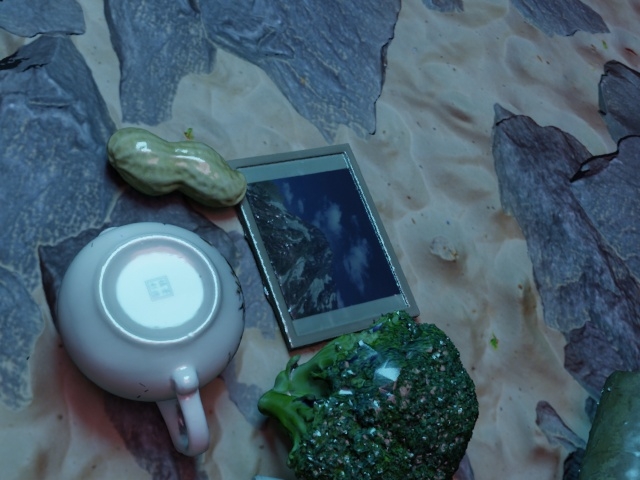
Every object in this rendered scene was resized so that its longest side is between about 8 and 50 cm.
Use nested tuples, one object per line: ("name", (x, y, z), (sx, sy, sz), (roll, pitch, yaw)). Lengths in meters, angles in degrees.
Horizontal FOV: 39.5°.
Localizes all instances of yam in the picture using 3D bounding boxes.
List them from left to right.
("yam", (0.418, 0.308, 1.154), (0.161, 0.161, 0.268), (31, 56, -6))

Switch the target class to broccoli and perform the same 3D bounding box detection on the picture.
("broccoli", (0.061, 0.205, 1.027), (0.294, 0.245, 0.265), (-5, 100, -49))

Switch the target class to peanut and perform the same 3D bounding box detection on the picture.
("peanut", (-0.185, -0.092, 1.149), (0.187, 0.082, 0.082), (13, 60, -18))

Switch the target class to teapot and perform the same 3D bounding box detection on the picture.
("teapot", (-0.189, 0.101, 1.015), (0.208, 0.166, 0.300), (-9, 76, -34))

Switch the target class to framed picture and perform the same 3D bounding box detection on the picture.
("framed picture", (0.000, 0.000, 1.213), (0.209, 0.019, 0.281), (-13, 70, -28))

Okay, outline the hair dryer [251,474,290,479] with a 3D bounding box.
("hair dryer", (-0.047, 0.341, 1.008), (0.082, 0.047, 0.137), (14, 67, -15))
